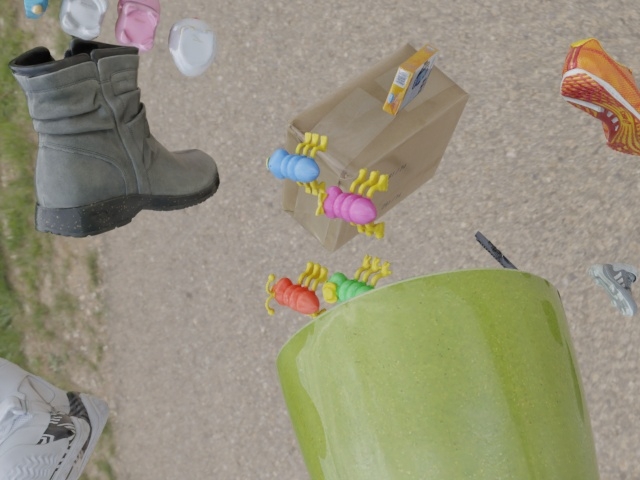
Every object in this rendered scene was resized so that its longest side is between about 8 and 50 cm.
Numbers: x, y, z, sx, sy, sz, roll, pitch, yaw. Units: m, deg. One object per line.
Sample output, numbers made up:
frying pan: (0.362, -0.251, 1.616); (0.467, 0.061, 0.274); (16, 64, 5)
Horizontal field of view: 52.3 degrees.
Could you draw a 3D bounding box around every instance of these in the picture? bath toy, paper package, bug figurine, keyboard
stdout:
bath toy: (-0.356, -0.413, 1.198); (0.129, 0.349, 0.151); (28, 101, 62)
paper package: (0.093, -0.173, 1.279); (0.168, 0.325, 0.309); (45, 156, 16)
bug figurine: (0.000, 0.000, 0.882); (0.216, 0.072, 0.278); (14, 112, 43)
keyboard: (0.429, 0.042, 1.557); (0.023, 0.108, 0.180); (-44, 40, 8)

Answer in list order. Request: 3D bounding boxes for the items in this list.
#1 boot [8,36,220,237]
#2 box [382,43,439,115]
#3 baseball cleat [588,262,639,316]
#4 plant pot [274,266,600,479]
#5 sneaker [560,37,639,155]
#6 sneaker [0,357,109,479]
boot: (-0.174, -0.107, 0.619); (0.084, 0.246, 0.161); (10, 109, 22)
box: (0.151, -0.266, 1.066); (0.028, 0.136, 0.081); (30, 132, 10)
baseball cleat: (0.746, 0.108, 1.604); (0.110, 0.205, 0.072); (-16, 121, 2)
plant pot: (0.119, 0.217, 0.542); (0.275, 0.275, 0.293); (-39, 49, 35)
sneaker: (0.311, -0.143, 0.669); (0.064, 0.175, 0.067); (-2, 62, 49)
sneaker: (-0.384, 0.228, 0.762); (0.210, 0.366, 0.137); (24, 82, -6)
